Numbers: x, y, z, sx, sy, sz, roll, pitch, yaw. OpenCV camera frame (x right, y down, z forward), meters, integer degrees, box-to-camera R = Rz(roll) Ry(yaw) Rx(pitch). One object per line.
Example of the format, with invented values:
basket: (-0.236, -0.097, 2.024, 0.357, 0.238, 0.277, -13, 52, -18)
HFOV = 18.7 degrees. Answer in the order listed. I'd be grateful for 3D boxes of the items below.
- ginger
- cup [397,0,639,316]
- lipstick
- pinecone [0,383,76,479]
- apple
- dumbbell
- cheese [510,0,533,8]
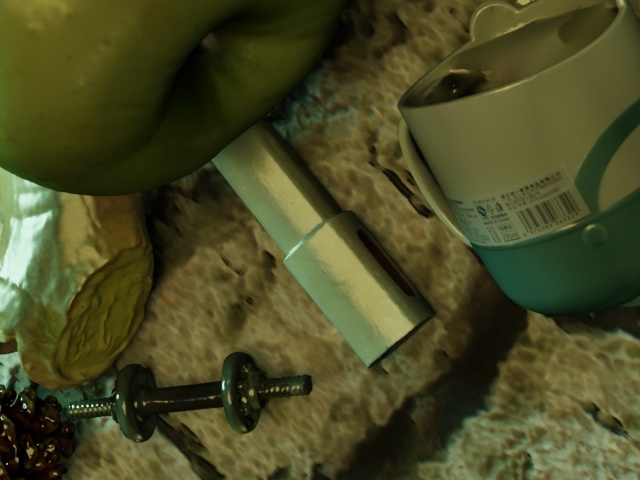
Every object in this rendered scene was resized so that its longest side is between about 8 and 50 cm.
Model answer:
ginger: (-0.266, 0.008, 1.922, 0.221, 0.130, 0.276, 43, 107, 20)
cup: (0.191, -0.073, 1.721, 0.289, 0.219, 0.258, -6, 118, 51)
lipstick: (0.000, 0.000, 1.860, 0.077, 0.079, 0.253, -42, 81, 18)
pinecone: (-0.326, 0.211, 1.944, 0.173, 0.173, 0.174, 2, 96, 17)
apple: (-0.200, -0.279, 1.715, 0.473, 0.473, 0.474, 2, 96, 17)
dumbbell: (-0.130, 0.155, 1.913, 0.254, 0.081, 0.082, -8, 93, 18)
cheese: (0.240, -0.317, 1.778, 0.085, 0.034, 0.400, 20, 100, 14)
